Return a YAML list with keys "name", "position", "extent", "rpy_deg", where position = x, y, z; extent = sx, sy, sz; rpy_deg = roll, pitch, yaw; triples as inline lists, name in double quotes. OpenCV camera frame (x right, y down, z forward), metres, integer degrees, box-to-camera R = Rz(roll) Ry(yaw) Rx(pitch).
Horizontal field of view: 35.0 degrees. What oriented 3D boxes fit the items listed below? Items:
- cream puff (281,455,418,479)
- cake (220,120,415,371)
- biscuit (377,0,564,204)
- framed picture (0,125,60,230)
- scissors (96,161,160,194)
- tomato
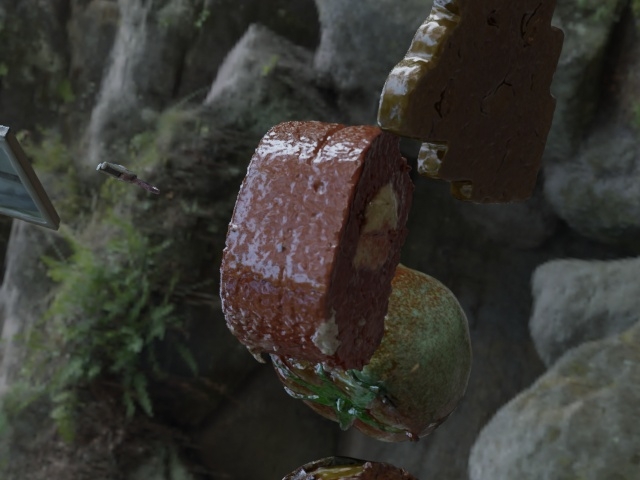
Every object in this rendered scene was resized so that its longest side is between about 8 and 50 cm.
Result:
- name: "cream puff"
  position: [0.023, 0.341, 1.081]
  extent: [0.164, 0.240, 0.240]
  rpy_deg: [34, 118, 53]
- name: "cake"
  position: [0.000, 0.000, 1.093]
  extent: [0.177, 0.150, 0.283]
  rpy_deg: [49, -126, -67]
- name: "biscuit"
  position: [0.162, -0.143, 1.003]
  extent: [0.278, 0.043, 0.301]
  rpy_deg: [-45, -43, -25]
- name: "framed picture"
  position: [-0.469, -0.105, 1.216]
  extent: [0.213, 0.289, 0.016]
  rpy_deg: [86, -157, -62]
- name: "scissors"
  position: [-0.285, -0.095, 1.460]
  extent: [0.022, 0.085, 0.176]
  rpy_deg: [-59, -8, 1]
- name: "tomato"
  position: [0.082, 0.150, 1.505]
  extent: [0.239, 0.303, 0.303]
  rpy_deg: [-60, -7, -25]
